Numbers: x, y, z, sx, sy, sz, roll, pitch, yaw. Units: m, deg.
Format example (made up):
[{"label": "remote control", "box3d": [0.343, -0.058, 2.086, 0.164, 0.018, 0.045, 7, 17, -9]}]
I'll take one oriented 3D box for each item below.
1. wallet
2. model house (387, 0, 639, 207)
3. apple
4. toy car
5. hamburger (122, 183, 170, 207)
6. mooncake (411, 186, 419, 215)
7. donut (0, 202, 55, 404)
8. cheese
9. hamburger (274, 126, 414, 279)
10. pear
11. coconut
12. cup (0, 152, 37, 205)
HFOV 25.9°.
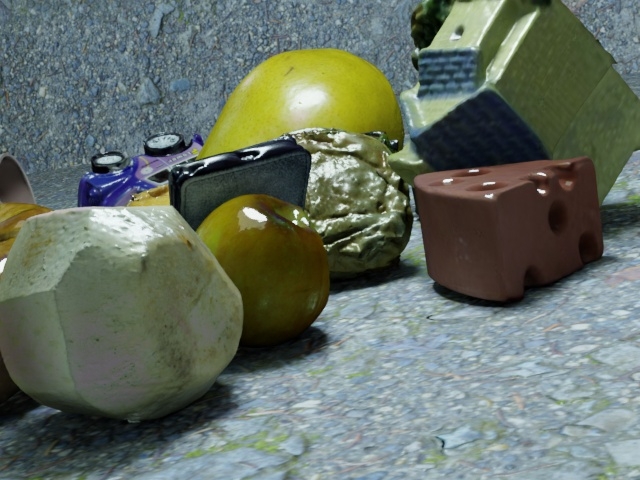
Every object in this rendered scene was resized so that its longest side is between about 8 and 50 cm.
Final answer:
[{"label": "wallet", "box3d": [-0.090, -0.003, 1.524, 0.167, 0.222, 0.036, -18, 39, -30]}, {"label": "model house", "box3d": [0.204, -0.136, 1.701, 0.261, 0.321, 0.266, 3, 58, 52]}, {"label": "apple", "box3d": [-0.058, 0.029, 1.431, 0.163, 0.147, 0.146, -4, 35, -38]}, {"label": "toy car", "box3d": [-0.247, -0.055, 2.142, 0.235, 0.172, 0.158, -21, 27, -25]}, {"label": "hamburger", "box3d": [-0.141, -0.007, 1.754, 0.213, 0.108, 0.214, 9, 23, -4]}, {"label": "mooncake", "box3d": [0.211, -0.092, 1.994, 0.168, 0.104, 0.175, -8, 12, -15]}, {"label": "donut", "box3d": [-0.387, 0.078, 1.434, 0.317, 0.150, 0.299, -25, 19, -14]}, {"label": "cheese", "box3d": [0.197, -0.005, 1.481, 0.202, 0.128, 0.177, -5, 13, 12]}, {"label": "hamburger", "box3d": [0.015, -0.042, 1.702, 0.183, 0.206, 0.130, -3, -29, -11]}, {"label": "pear", "box3d": [-0.040, -0.136, 2.017, 0.336, 0.285, 0.285, -21, 14, -39]}, {"label": "coconut", "box3d": [-0.187, 0.064, 1.286, 0.236, 0.197, 0.237, -7, 2, 0]}, {"label": "cup", "box3d": [-0.571, -0.016, 2.271, 0.200, 0.192, 0.253, -13, -20, 7]}]
